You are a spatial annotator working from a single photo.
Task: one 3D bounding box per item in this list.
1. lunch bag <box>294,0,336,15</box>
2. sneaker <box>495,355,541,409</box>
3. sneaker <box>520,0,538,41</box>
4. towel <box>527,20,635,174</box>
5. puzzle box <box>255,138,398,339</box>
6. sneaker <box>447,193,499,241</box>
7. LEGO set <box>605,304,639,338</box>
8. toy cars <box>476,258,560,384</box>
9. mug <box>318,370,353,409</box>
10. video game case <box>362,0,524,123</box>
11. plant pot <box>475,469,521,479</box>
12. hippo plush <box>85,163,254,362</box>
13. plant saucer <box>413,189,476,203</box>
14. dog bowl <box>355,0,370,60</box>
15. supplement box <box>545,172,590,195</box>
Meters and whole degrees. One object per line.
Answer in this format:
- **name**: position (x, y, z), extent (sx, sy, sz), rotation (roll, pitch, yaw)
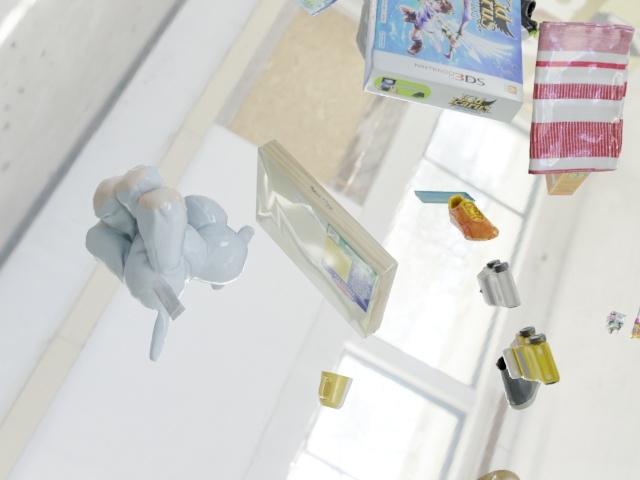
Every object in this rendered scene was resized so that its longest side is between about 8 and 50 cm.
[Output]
- **lunch bag**: position (-0.011, -0.450, 1.375), extent (0.151, 0.129, 0.096), rotation (-37, -149, 36)
- **sneaker**: position (0.484, 0.301, 2.053), extent (0.083, 0.118, 0.222), rotation (-17, -164, 22)
- **sneaker**: position (0.503, -0.594, 2.171), extent (0.097, 0.084, 0.234), rotation (-19, -121, 14)
- **towel**: position (0.570, -0.309, 1.858), extent (0.037, 0.237, 0.328), rotation (-146, -125, -66)
- **puzzle box**: position (0.000, 0.000, 1.846), extent (0.052, 0.409, 0.272), rotation (-32, 154, -25)
- **sneaker**: position (0.312, -0.046, 1.770), extent (0.175, 0.064, 0.067), rotation (44, -29, 57)
- **LEGO set**: position (0.857, 0.216, 2.080), extent (0.132, 0.287, 0.107), rotation (148, -40, -80)
- **toy cars**: position (0.405, 0.174, 1.823), extent (0.393, 0.087, 0.176), rotation (-106, 177, -46)
- **mug**: position (0.018, 0.279, 1.577), extent (0.062, 0.078, 0.064), rotation (-6, -112, 61)
- **video game case**: position (0.200, -0.333, 1.359), extent (0.061, 0.244, 0.269), rotation (117, -18, -58)
- **plant pot**: position (0.452, 0.718, 2.251), extent (0.236, 0.236, 0.032), rotation (-60, -146, 7)
- **hippo plush**: position (-0.218, -0.004, 1.412), extent (0.237, 0.294, 0.234), rotation (-12, 143, -44)
- **plant saucer**: position (0.379, -0.130, 2.585), extent (0.067, 0.192, 0.018), rotation (-127, -138, -52)
- **dog bowl**: position (0.249, -0.482, 1.834), extent (0.348, 0.349, 0.102), rotation (-63, 178, -18)
- **supplement box**: position (0.689, -0.202, 2.324), extent (0.233, 0.078, 0.080), rotation (97, -7, -67)
